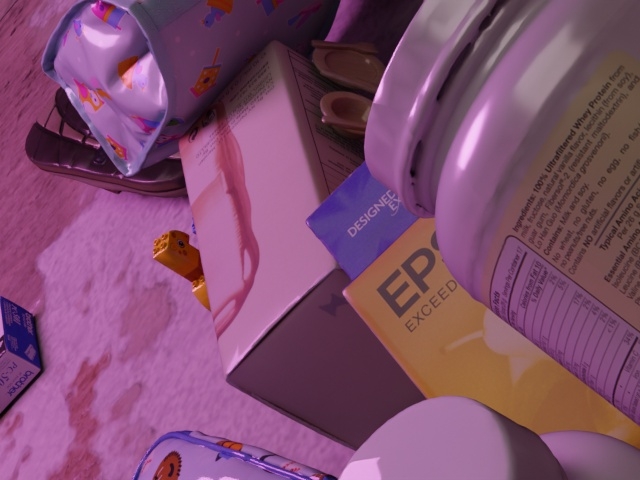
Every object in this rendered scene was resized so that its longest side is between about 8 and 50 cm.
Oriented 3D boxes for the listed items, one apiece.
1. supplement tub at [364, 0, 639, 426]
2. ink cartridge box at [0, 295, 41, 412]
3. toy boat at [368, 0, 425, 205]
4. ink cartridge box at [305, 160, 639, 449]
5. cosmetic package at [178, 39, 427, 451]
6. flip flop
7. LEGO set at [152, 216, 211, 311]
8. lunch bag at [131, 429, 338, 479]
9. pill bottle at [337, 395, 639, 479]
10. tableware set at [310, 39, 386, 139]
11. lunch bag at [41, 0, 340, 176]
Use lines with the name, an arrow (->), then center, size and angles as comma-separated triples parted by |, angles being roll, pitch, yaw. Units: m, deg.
supplement tub -> 0.207, -0.017, 0.928 | 0.325, 0.235, 0.235 | 39, 96, 20
ink cartridge box -> -0.362, 0.161, 1.854 | 0.207, 0.046, 0.097 | -46, 31, 17
toy boat -> 0.154, -0.102, 1.319 | 0.267, 0.148, 0.318 | 14, 66, 52
ink cartridge box -> 0.166, -0.018, 1.125 | 0.303, 0.072, 0.307 | -45, 63, 9
cosmetic package -> 0.000, 0.000, 1.406 | 0.129, 0.153, 0.296 | -45, 32, 21
flip flop -> -0.192, -0.091, 1.831 | 0.277, 0.080, 0.112 | 17, 71, 42
LEGO set -> -0.086, -0.005, 1.580 | 0.087, 0.093, 0.227 | -35, 37, 31
lunch bag -> -0.059, 0.269, 1.281 | 0.303, 0.115, 0.243 | 11, 73, 58
pill bottle -> 0.144, 0.193, 0.886 | 0.169, 0.301, 0.169 | -34, 38, 32
tableware set -> 0.063, -0.107, 1.440 | 0.169, 0.141, 0.020 | -95, 21, -53
lunch bag -> -0.095, -0.194, 1.535 | 0.223, 0.160, 0.262 | -36, -5, -22
